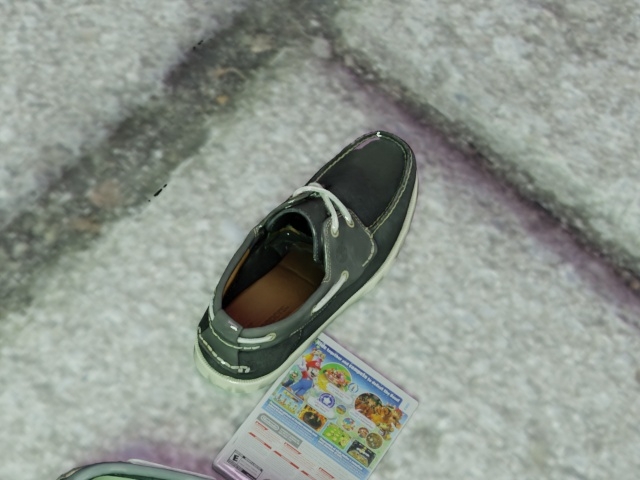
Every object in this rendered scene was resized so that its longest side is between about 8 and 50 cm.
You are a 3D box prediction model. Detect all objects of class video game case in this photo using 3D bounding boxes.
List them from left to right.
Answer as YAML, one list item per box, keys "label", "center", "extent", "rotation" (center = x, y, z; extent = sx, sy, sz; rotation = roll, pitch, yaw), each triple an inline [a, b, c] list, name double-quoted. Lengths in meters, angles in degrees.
- label: "video game case"
  center: [-0.002, 0.128, 0.857]
  extent: [0.087, 0.011, 0.122]
  rotation: [36, 60, 6]

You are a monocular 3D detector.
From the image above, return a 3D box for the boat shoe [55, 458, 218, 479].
- label: "boat shoe"
  center: [-0.017, 0.214, 0.756]
  extent: [0.319, 0.099, 0.116]
  rotation: [24, 60, -1]

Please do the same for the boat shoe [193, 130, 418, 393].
- label: "boat shoe"
  center: [0.000, 0.000, 0.883]
  extent: [0.084, 0.079, 0.233]
  rotation: [29, 56, 18]
